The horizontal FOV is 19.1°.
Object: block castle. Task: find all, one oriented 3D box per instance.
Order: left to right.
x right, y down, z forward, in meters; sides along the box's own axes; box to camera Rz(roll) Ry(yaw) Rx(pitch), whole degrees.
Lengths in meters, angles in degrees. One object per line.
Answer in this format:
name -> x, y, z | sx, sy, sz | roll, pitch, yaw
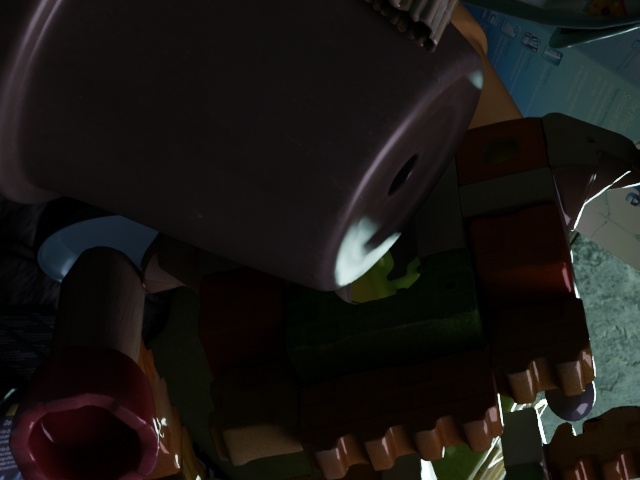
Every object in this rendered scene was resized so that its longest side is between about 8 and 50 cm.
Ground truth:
block castle -> 0.071, 0.123, 1.136 | 0.213, 0.453, 0.303 | -91, 165, -51

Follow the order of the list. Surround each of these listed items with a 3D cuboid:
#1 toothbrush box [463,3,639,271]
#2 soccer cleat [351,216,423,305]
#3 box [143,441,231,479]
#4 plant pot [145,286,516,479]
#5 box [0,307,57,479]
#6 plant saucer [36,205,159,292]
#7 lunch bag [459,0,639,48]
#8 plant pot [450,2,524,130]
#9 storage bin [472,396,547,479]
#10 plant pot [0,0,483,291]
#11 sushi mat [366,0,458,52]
toothbrush box -> 0.233, -0.140, 1.737 | 0.126, 0.295, 0.216 | -47, 163, -33
soccer cleat -> 0.000, -0.001, 1.284 | 0.093, 0.289, 0.121 | -53, -178, -39
box -> -0.034, 0.249, 1.710 | 0.242, 0.307, 0.076 | -47, 170, -32
plant pot -> -0.002, 0.126, 1.609 | 0.276, 0.254, 0.276 | -45, 159, -23
box -> -0.280, 0.194, 1.169 | 0.318, 0.097, 0.395 | -55, 167, 8
plant saucer -> -0.129, 0.002, 1.265 | 0.119, 0.119, 0.021 | 97, -11, -63
lunch bag -> 0.185, -0.249, 1.336 | 0.223, 0.262, 0.160 | -43, 147, -45
plant pot -> 0.051, -0.032, 1.426 | 0.291, 0.203, 0.291 | -38, 161, -16
storage bin -> 0.070, 0.194, 2.047 | 0.123, 0.262, 0.260 | -30, 152, -57
plant pot -> -0.046, -0.094, 1.011 | 0.263, 0.229, 0.263 | -50, 165, -19
sushi mat -> 0.052, -0.243, 1.017 | 0.019, 0.151, 0.316 | -46, -167, 48
